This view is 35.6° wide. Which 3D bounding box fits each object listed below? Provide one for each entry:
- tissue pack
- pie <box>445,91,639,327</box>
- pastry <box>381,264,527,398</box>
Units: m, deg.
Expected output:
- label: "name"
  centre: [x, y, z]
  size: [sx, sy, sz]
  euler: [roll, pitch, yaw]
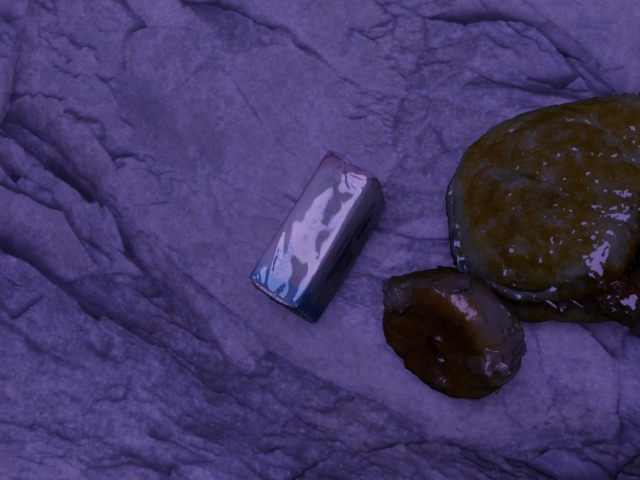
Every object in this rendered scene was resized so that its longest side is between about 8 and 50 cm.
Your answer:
- label: "tissue pack"
  centre: [0.000, -0.001, 1.763]
  size: [0.124, 0.201, 0.271]
  euler: [31, 84, 11]
- label: "pie"
  centre: [0.416, -0.066, 1.696]
  size: [0.395, 0.180, 0.417]
  euler: [8, 74, 29]
- label: "pastry"
  centre: [0.211, 0.160, 1.656]
  size: [0.257, 0.121, 0.235]
  euler: [-6, 116, 46]
